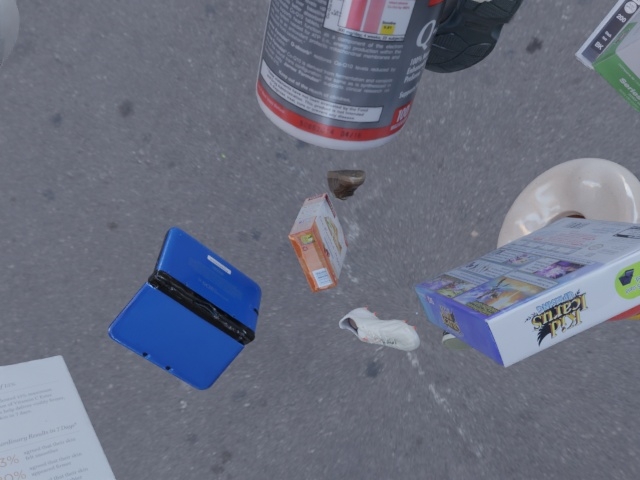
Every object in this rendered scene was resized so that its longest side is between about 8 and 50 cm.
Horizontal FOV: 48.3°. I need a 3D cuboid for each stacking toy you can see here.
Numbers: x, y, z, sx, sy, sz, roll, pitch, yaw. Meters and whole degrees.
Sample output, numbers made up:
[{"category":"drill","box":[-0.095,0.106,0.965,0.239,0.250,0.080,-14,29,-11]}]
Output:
[{"category":"stacking toy","box":[0.648,0.061,1.530,0.480,0.350,0.350,22,87,-32]}]

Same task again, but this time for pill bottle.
[{"category":"pill bottle","box":[0.049,-0.307,0.849,0.210,0.363,0.210,9,42,-8]}]

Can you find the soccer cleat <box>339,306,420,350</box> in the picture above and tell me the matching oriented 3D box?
[{"category":"soccer cleat","box":[0.122,0.192,1.480,0.076,0.196,0.068,-24,116,-33]}]

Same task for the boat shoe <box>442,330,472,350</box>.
[{"category":"boat shoe","box":[0.402,0.211,1.720,0.228,0.081,0.068,-12,45,31]}]

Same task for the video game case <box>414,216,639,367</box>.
[{"category":"video game case","box":[0.269,0.050,0.873,0.244,0.269,0.061,-23,97,-6]}]

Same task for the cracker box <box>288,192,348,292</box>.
[{"category":"cracker box","box":[0.000,0.000,1.718,0.067,0.232,0.155,-17,111,16]}]

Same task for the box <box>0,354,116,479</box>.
[{"category":"box","box":[-0.375,0.340,0.864,0.345,0.215,0.168,54,132,30]}]

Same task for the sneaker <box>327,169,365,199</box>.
[{"category":"sneaker","box":[0.067,-0.131,1.713,0.066,0.188,0.071,-9,101,-13]}]

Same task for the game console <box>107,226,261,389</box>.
[{"category":"game console","box":[-0.308,0.160,1.677,0.173,0.250,0.293,-33,123,31]}]

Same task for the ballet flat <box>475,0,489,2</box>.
[{"category":"ballet flat","box":[0.128,-0.211,0.526,0.072,0.213,0.068,7,98,-25]}]

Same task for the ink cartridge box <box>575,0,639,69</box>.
[{"category":"ink cartridge box","box":[0.491,-0.365,1.078,0.045,0.206,0.208,43,128,13]}]

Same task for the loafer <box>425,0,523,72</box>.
[{"category":"loafer","box":[0.203,-0.309,0.952,0.096,0.267,0.084,17,78,-9]}]

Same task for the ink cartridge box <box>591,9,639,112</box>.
[{"category":"ink cartridge box","box":[0.424,-0.243,0.768,0.093,0.212,0.154,44,77,-3]}]

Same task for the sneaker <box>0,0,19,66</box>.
[{"category":"sneaker","box":[-0.258,-0.050,0.409,0.305,0.114,0.152,-25,75,37]}]
